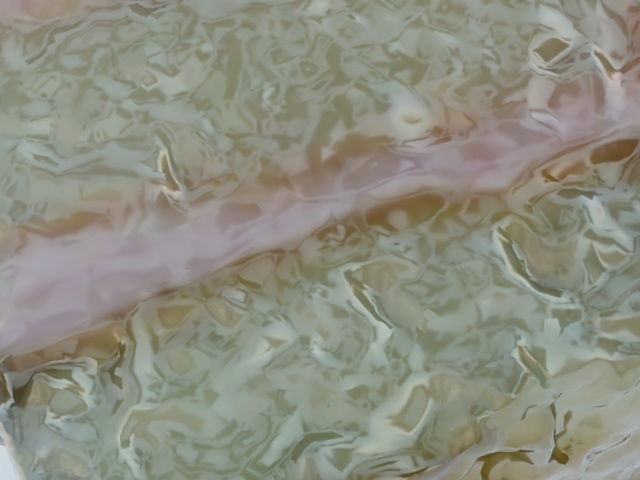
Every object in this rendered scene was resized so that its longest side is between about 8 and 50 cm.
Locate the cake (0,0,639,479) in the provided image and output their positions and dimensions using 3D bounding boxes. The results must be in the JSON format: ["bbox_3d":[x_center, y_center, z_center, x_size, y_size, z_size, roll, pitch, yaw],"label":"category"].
[{"bbox_3d":[0.000,0.000,0.723,0.293,0.307,0.314,-20,-26,-11],"label":"cake"}]
